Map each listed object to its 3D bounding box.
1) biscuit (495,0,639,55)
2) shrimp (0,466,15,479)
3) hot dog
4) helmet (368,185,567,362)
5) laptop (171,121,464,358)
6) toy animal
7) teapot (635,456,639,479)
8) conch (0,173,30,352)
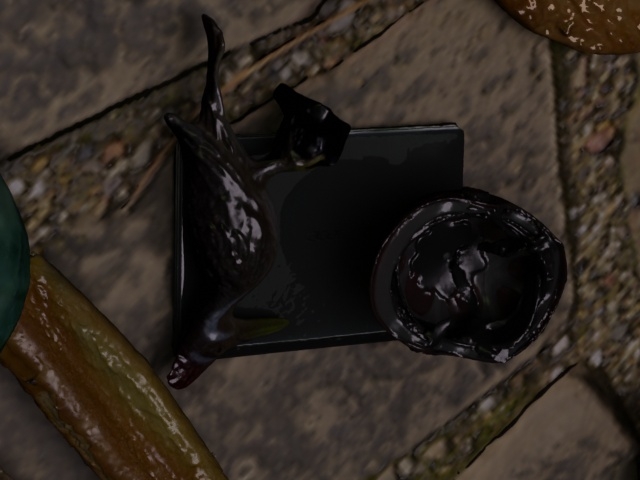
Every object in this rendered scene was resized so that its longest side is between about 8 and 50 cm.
[{"bbox_3d":[0.146,-0.192,1.142,0.144,0.033,0.224,-44,115,-9],"label":"biscuit"},{"bbox_3d":[-0.199,0.179,1.049,0.126,0.047,0.223,-36,115,-4],"label":"shrimp"},{"bbox_3d":[-0.115,0.092,1.068,0.066,0.047,0.216,-50,117,-25],"label":"hot dog"},{"bbox_3d":[0.075,0.014,1.111,0.123,0.070,0.098,18,103,-22],"label":"helmet"},{"bbox_3d":[0.000,0.000,1.121,0.180,0.016,0.129,-4,102,-26],"label":"laptop"},{"bbox_3d":[-0.046,-0.013,1.064,0.105,0.070,0.202,13,102,-17],"label":"toy animal"},{"bbox_3d":[0.242,0.167,1.240,0.096,0.087,0.177,-16,109,2],"label":"teapot"},{"bbox_3d":[-0.226,0.020,0.915,0.202,0.134,0.196,35,57,-44],"label":"conch"}]
